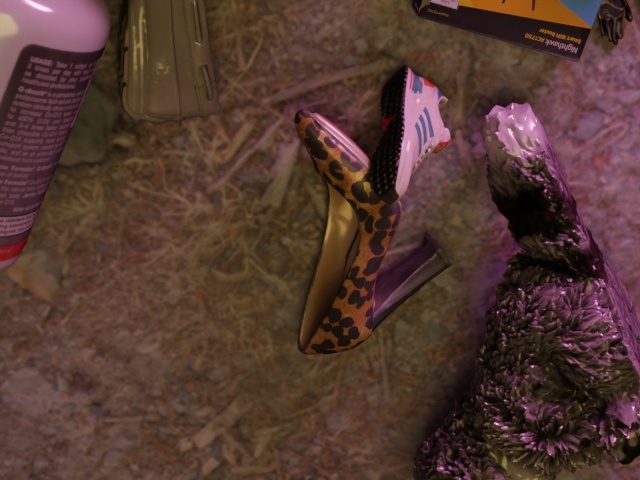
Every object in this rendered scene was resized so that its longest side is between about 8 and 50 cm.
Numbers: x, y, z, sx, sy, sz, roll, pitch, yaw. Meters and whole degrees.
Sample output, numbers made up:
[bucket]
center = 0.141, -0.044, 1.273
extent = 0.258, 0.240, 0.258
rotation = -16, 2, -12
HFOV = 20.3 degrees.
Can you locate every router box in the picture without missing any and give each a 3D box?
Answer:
[router box]
center = 0.196, -0.267, 1.790
extent = 0.178, 0.046, 0.133
rotation = 14, 110, -13

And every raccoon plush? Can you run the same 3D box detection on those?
[raccoon plush]
center = 0.178, 0.105, 1.907
extent = 0.299, 0.216, 0.446
rotation = -23, 89, 15

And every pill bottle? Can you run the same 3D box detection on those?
[pill bottle]
center = -0.320, -0.167, 1.676
extent = 0.210, 0.210, 0.363
rotation = 21, 108, -15

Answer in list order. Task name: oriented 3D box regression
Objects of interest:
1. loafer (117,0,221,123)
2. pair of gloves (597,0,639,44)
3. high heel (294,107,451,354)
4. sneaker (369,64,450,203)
[loafer]
center = -0.134, -0.265, 1.720
extent = 0.111, 0.112, 0.320
rotation = -1, 120, -13
[pair of gloves]
center = 0.325, -0.242, 1.837
extent = 0.083, 0.010, 0.074
rotation = -12, 114, -1
[high heel]
center = 0.000, 0.000, 1.846
extent = 0.186, 0.093, 0.261
rotation = -38, 121, 2
[sneaker]
center = 0.098, -0.099, 1.798
extent = 0.075, 0.161, 0.057
rotation = 25, 141, -23
